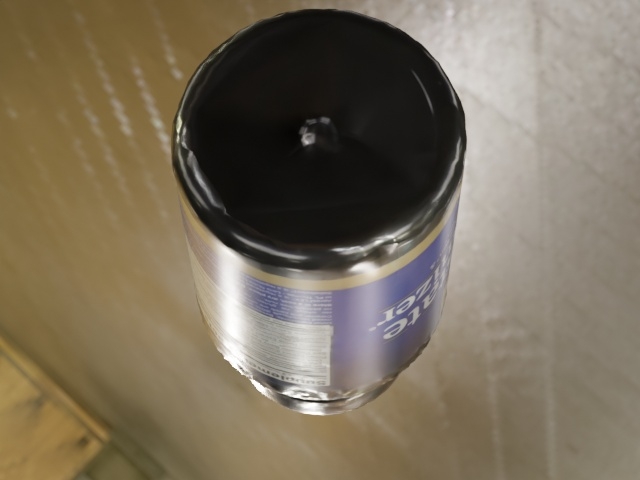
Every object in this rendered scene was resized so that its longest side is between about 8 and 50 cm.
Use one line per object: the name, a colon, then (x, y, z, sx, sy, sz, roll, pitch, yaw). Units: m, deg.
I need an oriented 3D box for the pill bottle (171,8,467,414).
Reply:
pill bottle: (0.000, 0.000, 0.798, 0.123, 0.123, 0.219, 39, 161, 17)
